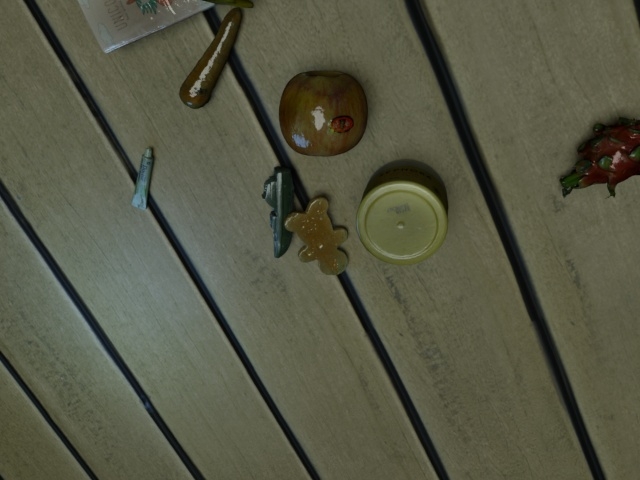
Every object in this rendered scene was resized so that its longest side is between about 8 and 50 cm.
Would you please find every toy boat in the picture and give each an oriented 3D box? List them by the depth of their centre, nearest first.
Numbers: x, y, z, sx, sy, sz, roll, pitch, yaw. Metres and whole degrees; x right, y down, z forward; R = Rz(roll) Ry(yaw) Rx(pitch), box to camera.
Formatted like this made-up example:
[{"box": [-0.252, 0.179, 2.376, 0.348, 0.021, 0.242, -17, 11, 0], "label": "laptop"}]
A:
[{"box": [-0.117, -0.070, 1.467, 0.085, 0.078, 0.261, -4, 116, -14], "label": "toy boat"}]

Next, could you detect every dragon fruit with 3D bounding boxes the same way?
[{"box": [0.644, -0.173, 1.219, 0.135, 0.137, 0.236, 33, 118, -17], "label": "dragon fruit"}]

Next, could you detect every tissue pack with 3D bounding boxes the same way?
[{"box": [-0.414, -0.582, 1.278, 0.325, 0.071, 0.170, -15, 113, 17], "label": "tissue pack"}]

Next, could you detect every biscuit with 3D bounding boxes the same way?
[{"box": [0.000, 0.000, 1.477, 0.153, 0.030, 0.234, -31, 118, 5], "label": "biscuit"}]

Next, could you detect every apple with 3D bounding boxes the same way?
[{"box": [0.006, -0.297, 1.265, 0.210, 0.211, 0.188, 2, 114, 12], "label": "apple"}]

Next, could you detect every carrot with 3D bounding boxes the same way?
[{"box": [-0.259, -0.460, 1.333, 0.078, 0.078, 0.298, 33, 113, -4], "label": "carrot"}]

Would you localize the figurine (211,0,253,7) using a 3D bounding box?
[{"box": [-0.127, -0.671, 1.130, 0.283, 0.205, 0.339, 2, 110, -1], "label": "figurine"}]

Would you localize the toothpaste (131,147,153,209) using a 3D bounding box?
[{"box": [-0.503, -0.174, 1.538, 0.048, 0.029, 0.197, 23, 120, 2], "label": "toothpaste"}]

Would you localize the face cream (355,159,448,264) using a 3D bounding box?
[{"box": [0.205, -0.072, 1.339, 0.217, 0.179, 0.218, 5, 115, 10], "label": "face cream"}]
